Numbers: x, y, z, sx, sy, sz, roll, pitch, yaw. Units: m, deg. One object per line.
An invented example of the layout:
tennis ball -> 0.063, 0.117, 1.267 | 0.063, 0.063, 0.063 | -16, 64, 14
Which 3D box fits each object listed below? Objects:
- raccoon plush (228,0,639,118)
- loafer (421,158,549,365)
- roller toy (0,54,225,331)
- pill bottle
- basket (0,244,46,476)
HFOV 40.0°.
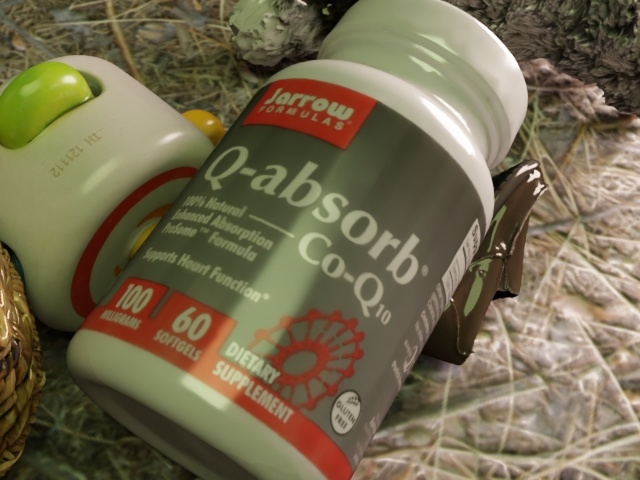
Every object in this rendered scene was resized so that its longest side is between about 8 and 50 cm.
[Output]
raccoon plush -> 0.171, -0.201, 0.903 | 0.446, 0.216, 0.299 | -32, 78, 7
loafer -> 0.142, 0.020, 0.777 | 0.078, 0.080, 0.220 | 41, 69, -8
roller toy -> -0.178, -0.032, 0.691 | 0.146, 0.191, 0.209 | 37, 17, 17
pill bottle -> 0.000, 0.000, 0.653 | 0.210, 0.210, 0.363 | 28, 66, 11
basket -> -0.316, 0.048, 0.587 | 0.213, 0.223, 0.299 | -39, 68, -20
